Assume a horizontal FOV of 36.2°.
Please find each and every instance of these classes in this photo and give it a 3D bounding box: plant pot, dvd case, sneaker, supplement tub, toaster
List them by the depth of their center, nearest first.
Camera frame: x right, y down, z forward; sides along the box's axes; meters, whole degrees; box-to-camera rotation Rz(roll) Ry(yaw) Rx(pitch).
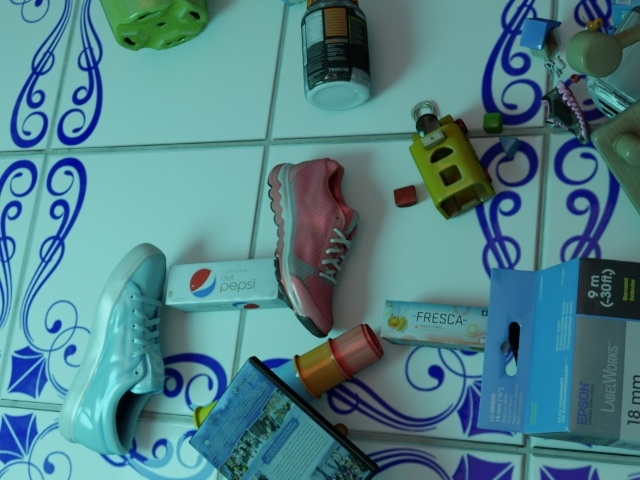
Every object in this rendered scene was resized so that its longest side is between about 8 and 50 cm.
[{"bbox_3d":[0.501,-0.225,1.438,0.227,0.129,0.146,42,97,27],"label":"toaster"},{"bbox_3d":[-0.058,0.318,1.457,0.253,0.022,0.180,40,107,14],"label":"dvd case"},{"bbox_3d":[0.381,-0.191,1.529,0.057,0.047,0.119,-31,56,19],"label":"sneaker"},{"bbox_3d":[0.000,-0.001,1.597,0.136,0.116,0.314,-16,67,18],"label":"sneaker"},{"bbox_3d":[-0.312,0.193,1.677,0.150,0.135,0.366,19,91,22],"label":"sneaker"},{"bbox_3d":[0.026,-0.330,1.691,0.117,0.117,0.191,-10,69,21],"label":"supplement tub"},{"bbox_3d":[-0.329,-0.508,1.847,0.276,0.276,0.254,-20,78,18],"label":"plant pot"}]

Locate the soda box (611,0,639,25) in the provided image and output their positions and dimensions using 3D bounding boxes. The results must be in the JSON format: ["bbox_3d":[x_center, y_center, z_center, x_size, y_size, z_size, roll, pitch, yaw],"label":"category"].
[{"bbox_3d":[0.552,-0.356,1.475,0.210,0.071,0.067,12,79,21],"label":"soda box"}]

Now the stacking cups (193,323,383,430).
[{"bbox_3d":[-0.048,0.237,1.554,0.316,0.096,0.096,-30,64,13],"label":"stacking cups"}]

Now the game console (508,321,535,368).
[{"bbox_3d":[0.337,0.150,1.429,0.122,0.071,0.107,-16,105,3],"label":"game console"}]

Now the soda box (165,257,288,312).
[{"bbox_3d":[-0.153,0.077,1.667,0.216,0.069,0.074,-4,72,22],"label":"soda box"}]

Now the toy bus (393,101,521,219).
[{"bbox_3d":[0.195,-0.139,1.559,0.202,0.104,0.191,17,81,27],"label":"toy bus"}]

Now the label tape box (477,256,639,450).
[{"bbox_3d":[0.391,0.154,1.325,0.333,0.106,0.241,5,75,8],"label":"label tape box"}]

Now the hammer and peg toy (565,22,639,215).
[{"bbox_3d":[0.505,-0.160,1.298,0.266,0.361,0.127,-35,18,8],"label":"hammer and peg toy"}]

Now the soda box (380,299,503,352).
[{"bbox_3d":[0.187,0.132,1.501,0.183,0.058,0.063,3,74,24],"label":"soda box"}]

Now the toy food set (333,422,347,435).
[{"bbox_3d":[-0.055,0.371,1.531,0.111,0.104,0.232,32,106,16],"label":"toy food set"}]

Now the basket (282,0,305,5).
[{"bbox_3d":[-0.003,-0.566,1.729,0.289,0.201,0.255,-27,63,27],"label":"basket"}]

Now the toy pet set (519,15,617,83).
[{"bbox_3d":[0.382,-0.323,1.543,0.114,0.065,0.122,25,71,41],"label":"toy pet set"}]
